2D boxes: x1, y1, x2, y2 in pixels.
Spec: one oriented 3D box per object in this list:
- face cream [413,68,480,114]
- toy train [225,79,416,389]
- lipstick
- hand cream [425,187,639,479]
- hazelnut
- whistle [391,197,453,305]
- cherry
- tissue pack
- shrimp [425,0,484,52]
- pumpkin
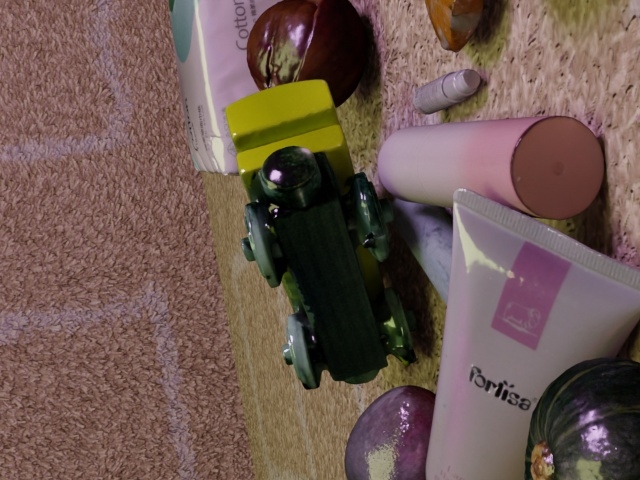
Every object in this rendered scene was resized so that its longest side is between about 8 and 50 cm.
[{"bbox_3d":[0.136,-0.160,1.051,0.130,0.034,0.034,172,89,-76],"label":"face cream"},{"bbox_3d":[0.000,0.000,1.253,0.442,0.179,0.272,72,-178,-51],"label":"toy train"},{"bbox_3d":[0.148,-0.072,0.954,0.327,0.087,0.087,-162,64,-74],"label":"lipstick"},{"bbox_3d":[0.176,0.128,0.907,0.185,0.118,0.359,30,137,26],"label":"hand cream"},{"bbox_3d":[-0.019,-0.257,1.335,0.201,0.160,0.170,140,121,-79],"label":"hazelnut"},{"bbox_3d":[0.138,0.016,1.098,0.312,0.062,0.062,-118,24,-51],"label":"whistle"},{"bbox_3d":[0.107,0.264,1.221,0.176,0.140,0.176,-38,45,52],"label":"cherry"},{"bbox_3d":[-0.143,-0.298,1.700,0.266,0.193,0.357,-162,63,-72],"label":"tissue pack"},{"bbox_3d":[0.118,-0.344,0.965,0.164,0.062,0.317,-136,38,-74],"label":"shrimp"},{"bbox_3d":[0.221,0.173,0.752,0.167,0.125,0.167,173,90,-74],"label":"pumpkin"}]
